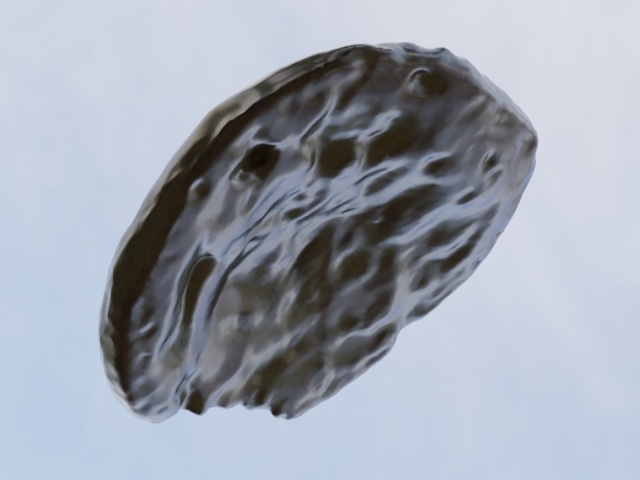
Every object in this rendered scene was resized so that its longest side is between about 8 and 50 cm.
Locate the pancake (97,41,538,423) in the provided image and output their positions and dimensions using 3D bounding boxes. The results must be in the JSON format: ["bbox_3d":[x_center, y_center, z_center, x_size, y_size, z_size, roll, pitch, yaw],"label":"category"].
[{"bbox_3d":[-0.001,-0.001,0.840,0.042,0.236,0.222,46,-46,33],"label":"pancake"}]
